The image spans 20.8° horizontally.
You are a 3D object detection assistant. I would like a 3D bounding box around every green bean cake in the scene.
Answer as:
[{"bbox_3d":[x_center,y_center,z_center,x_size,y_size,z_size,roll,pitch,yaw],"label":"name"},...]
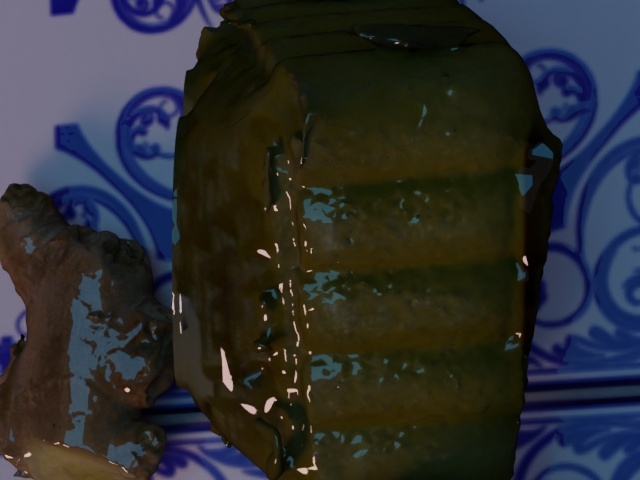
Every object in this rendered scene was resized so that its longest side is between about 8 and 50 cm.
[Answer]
[{"bbox_3d":[0.000,0.000,1.066,0.202,0.285,0.309,-2,106,-13],"label":"green bean cake"}]

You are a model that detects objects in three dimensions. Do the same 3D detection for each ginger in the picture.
[{"bbox_3d":[-0.158,0.061,1.165,0.138,0.074,0.213,-7,76,10],"label":"ginger"}]
